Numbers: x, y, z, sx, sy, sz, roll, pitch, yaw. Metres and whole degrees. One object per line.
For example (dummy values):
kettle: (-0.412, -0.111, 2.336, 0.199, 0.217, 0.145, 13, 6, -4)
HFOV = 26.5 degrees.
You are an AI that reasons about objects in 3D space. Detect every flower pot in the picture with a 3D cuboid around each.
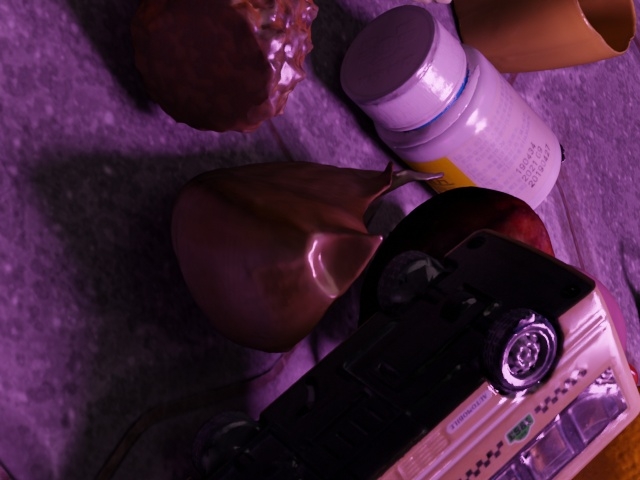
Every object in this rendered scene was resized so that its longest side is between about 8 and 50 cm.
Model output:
flower pot: (0.275, -0.299, 1.704, 0.195, 0.179, 0.195, 25, 58, -46)

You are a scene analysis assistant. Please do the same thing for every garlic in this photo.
garlic: (-0.011, -0.001, 1.176, 0.338, 0.196, 0.151, -39, 121, -73)

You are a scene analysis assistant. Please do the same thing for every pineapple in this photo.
pineapple: (-0.059, -0.241, 1.240, 0.169, 0.169, 0.340, 55, 31, -25)

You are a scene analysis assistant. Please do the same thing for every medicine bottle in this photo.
medicine bottle: (0.144, -0.134, 1.481, 0.258, 0.143, 0.143, 41, 46, -40)

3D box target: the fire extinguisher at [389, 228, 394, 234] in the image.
fire extinguisher: (0.144, 0.124, 1.421, 0.118, 0.093, 0.294, -6, 81, -43)

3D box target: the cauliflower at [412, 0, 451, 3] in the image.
cauliflower: (0.118, -0.385, 1.444, 0.327, 0.281, 0.260, 16, 91, -48)

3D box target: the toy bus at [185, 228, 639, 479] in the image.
toy bus: (0.072, 0.170, 1.084, 0.365, 0.177, 0.202, -39, 123, -12)

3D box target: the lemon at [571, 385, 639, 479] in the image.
lemon: (0.385, 0.295, 1.563, 0.228, 0.228, 0.253, 40, 44, -39)

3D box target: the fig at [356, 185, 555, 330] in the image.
fig: (0.104, 0.058, 1.288, 0.186, 0.249, 0.204, -105, 177, -46)

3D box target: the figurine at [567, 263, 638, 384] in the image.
figurine: (0.259, 0.105, 1.527, 0.173, 0.173, 0.173, 27, 55, -47)
